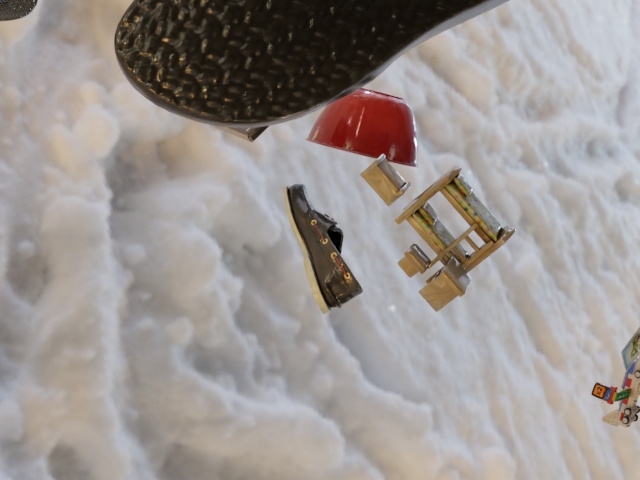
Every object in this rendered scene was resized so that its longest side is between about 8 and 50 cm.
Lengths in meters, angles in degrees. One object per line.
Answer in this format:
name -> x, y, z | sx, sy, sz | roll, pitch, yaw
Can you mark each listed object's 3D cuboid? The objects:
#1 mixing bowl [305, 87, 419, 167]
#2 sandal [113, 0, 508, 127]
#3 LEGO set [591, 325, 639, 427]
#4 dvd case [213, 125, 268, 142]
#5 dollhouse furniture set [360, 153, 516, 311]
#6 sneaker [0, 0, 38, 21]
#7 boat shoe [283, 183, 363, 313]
mixing bowl -> 0.076, -0.179, 1.635 | 0.181, 0.181, 0.098 | 4, 102, -56
sandal -> 0.024, -0.215, 1.007 | 0.445, 0.107, 0.168 | -23, 84, -17
LEGO set -> 0.486, 0.173, 1.628 | 0.244, 0.060, 0.182 | -47, 135, -22
dvd case -> -0.085, -0.211, 1.428 | 0.164, 0.221, 0.018 | -45, 121, -10
dollhouse furniture set -> 0.133, -0.034, 1.295 | 0.182, 0.101, 0.161 | 48, 25, -2
sneaker -> -0.355, -0.234, 1.029 | 0.130, 0.087, 0.227 | 52, 22, 26
boat shoe -> 0.001, 0.001, 0.899 | 0.049, 0.042, 0.133 | 58, 8, -51
